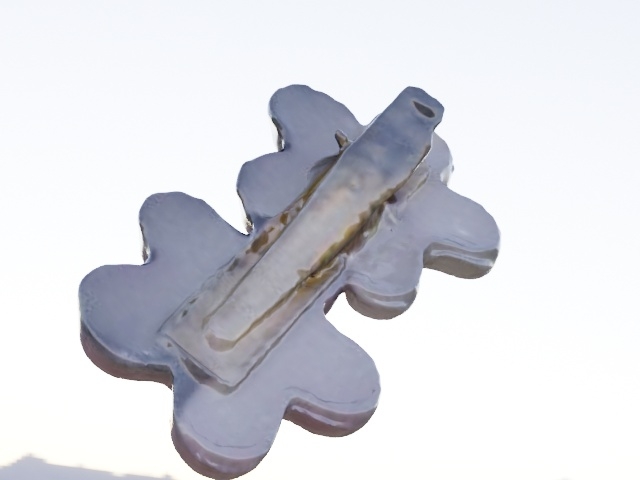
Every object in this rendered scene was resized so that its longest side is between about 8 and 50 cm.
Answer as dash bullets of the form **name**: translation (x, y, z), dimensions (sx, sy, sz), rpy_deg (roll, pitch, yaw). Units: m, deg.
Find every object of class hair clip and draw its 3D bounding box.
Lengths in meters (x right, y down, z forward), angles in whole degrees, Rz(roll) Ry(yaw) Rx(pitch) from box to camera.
- **hair clip**: translation (-0.003, 0.004, 0.578), dimensions (0.146, 0.257, 0.075), rpy_deg (40, -36, 3)
